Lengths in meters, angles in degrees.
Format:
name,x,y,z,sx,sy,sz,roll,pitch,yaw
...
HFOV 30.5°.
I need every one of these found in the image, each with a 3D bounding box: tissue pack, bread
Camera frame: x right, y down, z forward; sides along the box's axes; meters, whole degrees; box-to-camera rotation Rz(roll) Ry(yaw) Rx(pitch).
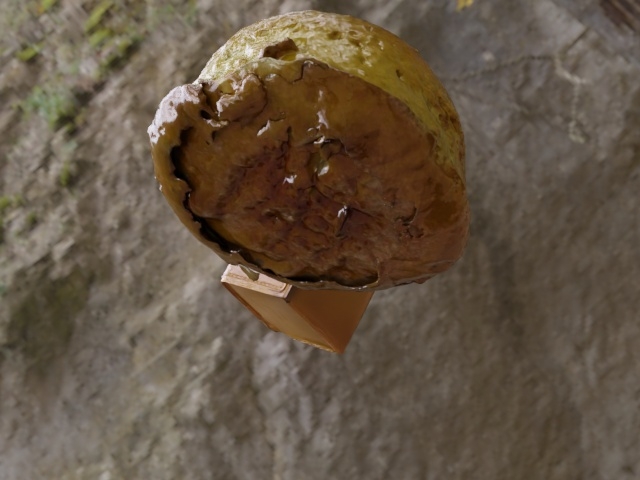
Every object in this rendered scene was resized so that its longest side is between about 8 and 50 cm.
name,x,y,z,sx,sy,sz,roll,pitch,yaw
tissue pack,0.000,0.000,1.762,0.194,0.145,0.274,48,-116,-46
bread,-0.005,-0.095,1.315,0.337,0.204,0.358,-15,-48,31
